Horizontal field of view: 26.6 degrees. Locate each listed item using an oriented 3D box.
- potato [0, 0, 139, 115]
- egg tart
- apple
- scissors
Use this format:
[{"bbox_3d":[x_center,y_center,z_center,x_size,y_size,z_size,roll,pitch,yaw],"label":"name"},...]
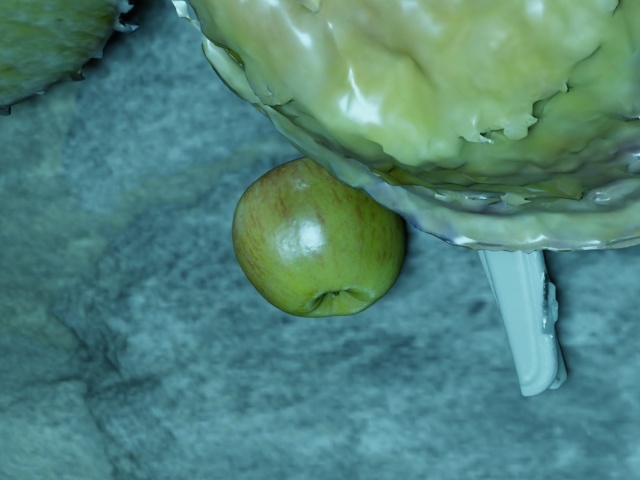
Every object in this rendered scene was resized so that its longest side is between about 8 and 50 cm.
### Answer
[{"bbox_3d":[-0.227,-0.220,0.639,0.289,0.300,0.237,-35,57,58],"label":"potato"},{"bbox_3d":[0.046,-0.142,0.467,0.352,0.150,0.352,16,121,27],"label":"egg tart"},{"bbox_3d":[0.000,0.000,0.655,0.084,0.084,0.071,-43,58,37],"label":"apple"},{"bbox_3d":[0.072,-0.045,0.623,0.118,0.030,0.242,-9,100,36],"label":"scissors"}]
